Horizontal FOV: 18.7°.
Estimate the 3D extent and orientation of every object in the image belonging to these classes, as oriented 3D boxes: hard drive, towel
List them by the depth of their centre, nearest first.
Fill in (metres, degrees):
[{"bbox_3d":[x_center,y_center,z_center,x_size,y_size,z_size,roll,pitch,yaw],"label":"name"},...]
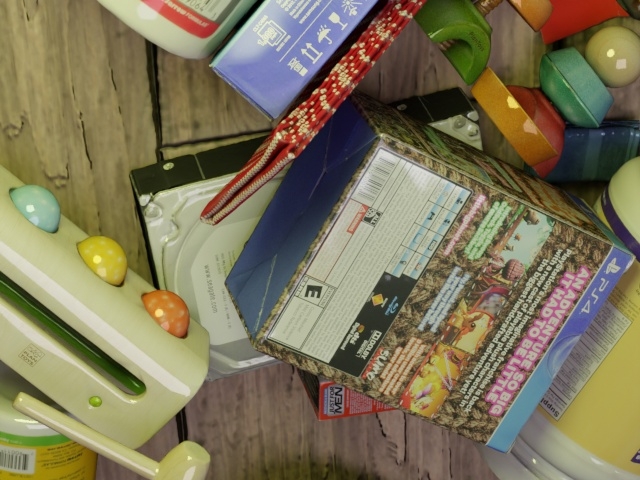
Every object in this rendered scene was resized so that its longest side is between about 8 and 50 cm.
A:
[{"bbox_3d":[0.007,-0.139,1.683,0.031,0.199,0.275,42,61,-6],"label":"towel"},{"bbox_3d":[0.000,0.000,1.905,0.338,0.064,0.237,-15,124,-9],"label":"hard drive"},{"bbox_3d":[0.263,-0.089,1.950,0.119,0.029,0.067,-2,122,-17],"label":"towel"}]

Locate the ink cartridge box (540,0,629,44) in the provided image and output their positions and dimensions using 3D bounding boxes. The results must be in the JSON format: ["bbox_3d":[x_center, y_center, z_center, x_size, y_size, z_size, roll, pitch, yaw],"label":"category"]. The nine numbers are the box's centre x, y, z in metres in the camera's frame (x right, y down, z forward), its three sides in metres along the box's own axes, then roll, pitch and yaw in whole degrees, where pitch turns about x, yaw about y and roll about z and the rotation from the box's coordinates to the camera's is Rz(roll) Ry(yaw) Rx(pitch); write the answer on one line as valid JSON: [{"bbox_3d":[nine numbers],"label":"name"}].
[{"bbox_3d":[0.306,-0.291,1.824,0.232,0.066,0.189,-25,125,-6],"label":"ink cartridge box"}]

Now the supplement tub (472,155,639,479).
[{"bbox_3d":[0.319,0.107,1.954,0.241,0.241,0.331,19,119,-26],"label":"supplement tub"}]

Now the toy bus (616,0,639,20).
[{"bbox_3d":[0.369,-0.211,1.734,0.149,0.211,0.220,-38,126,5],"label":"toy bus"}]

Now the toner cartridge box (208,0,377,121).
[{"bbox_3d":[0.044,-0.260,1.656,0.075,0.165,0.348,40,94,-8],"label":"toner cartridge box"}]

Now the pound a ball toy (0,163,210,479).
[{"bbox_3d":[-0.212,0.081,1.758,0.319,0.208,0.136,40,106,-17],"label":"pound a ball toy"}]

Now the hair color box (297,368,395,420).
[{"bbox_3d":[0.067,0.129,1.987,0.167,0.093,0.053,-6,122,-13],"label":"hair color box"}]

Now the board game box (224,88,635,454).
[{"bbox_3d":[0.098,0.028,1.813,0.291,0.141,0.232,25,106,-24],"label":"board game box"}]

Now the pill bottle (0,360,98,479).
[{"bbox_3d":[-0.291,0.238,1.917,0.136,0.136,0.246,-1,121,-17],"label":"pill bottle"}]

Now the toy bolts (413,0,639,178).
[{"bbox_3d":[0.221,-0.164,1.797,0.158,0.218,0.228,-38,139,7],"label":"toy bolts"}]

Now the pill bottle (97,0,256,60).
[{"bbox_3d":[-0.065,-0.321,1.614,0.176,0.176,0.318,32,107,-31],"label":"pill bottle"}]
